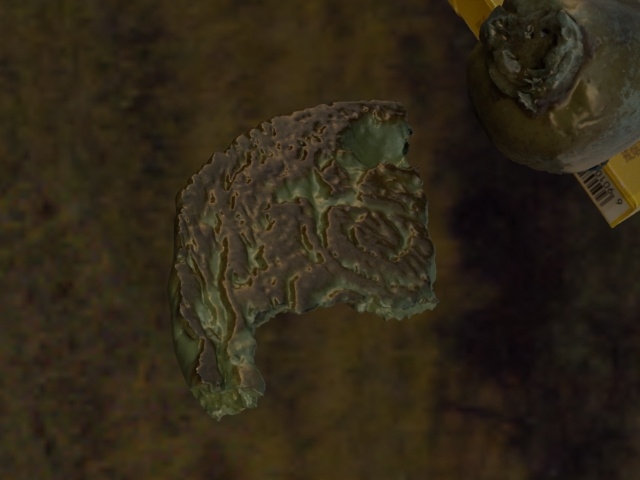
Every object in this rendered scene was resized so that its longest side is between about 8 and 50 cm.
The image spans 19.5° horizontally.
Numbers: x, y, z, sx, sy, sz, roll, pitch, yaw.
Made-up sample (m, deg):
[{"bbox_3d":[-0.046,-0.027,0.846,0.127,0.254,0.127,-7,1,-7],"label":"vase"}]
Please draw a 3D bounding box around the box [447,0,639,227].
[{"bbox_3d":[0.199,-0.151,1.447,0.152,0.043,0.269,-28,80,-42],"label":"box"}]

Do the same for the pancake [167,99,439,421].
[{"bbox_3d":[-0.002,0.003,1.366,0.376,0.197,0.054,-46,165,-45],"label":"pancake"}]

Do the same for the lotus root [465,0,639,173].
[{"bbox_3d":[0.108,-0.070,0.792,0.165,0.088,0.088,-26,114,-75],"label":"lotus root"}]
